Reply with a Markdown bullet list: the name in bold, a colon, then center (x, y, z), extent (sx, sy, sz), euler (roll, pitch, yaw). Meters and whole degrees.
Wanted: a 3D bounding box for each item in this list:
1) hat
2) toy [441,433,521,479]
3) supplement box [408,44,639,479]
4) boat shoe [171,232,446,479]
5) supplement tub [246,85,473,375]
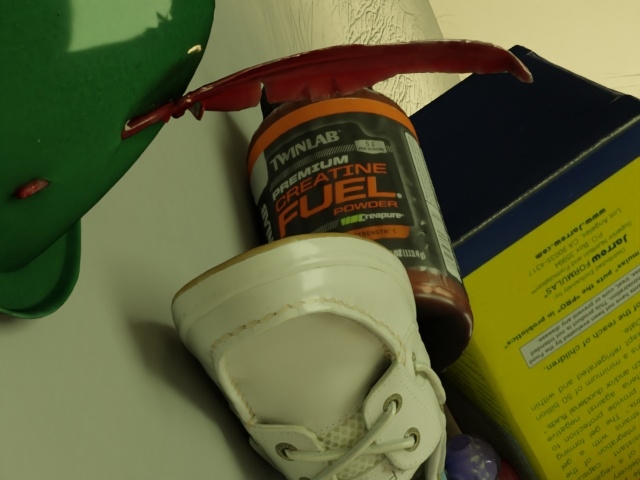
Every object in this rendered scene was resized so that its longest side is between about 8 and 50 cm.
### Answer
- **hat**: center (-0.047, -0.087, 0.508), extent (0.208, 0.184, 0.173), euler (-56, 123, -77)
- **toy**: center (0.124, 0.199, 1.113), extent (0.137, 0.056, 0.237), euler (-97, 162, -57)
- **supplement box**: center (0.187, 0.064, 1.161), extent (0.356, 0.195, 0.194), euler (61, -10, -29)
- **boat shoe**: center (0.015, 0.078, 0.712), extent (0.277, 0.098, 0.096), euler (48, 22, -64)
- **supplement tub**: center (0.015, -0.015, 0.881), extent (0.106, 0.106, 0.198), euler (54, 17, -52)
